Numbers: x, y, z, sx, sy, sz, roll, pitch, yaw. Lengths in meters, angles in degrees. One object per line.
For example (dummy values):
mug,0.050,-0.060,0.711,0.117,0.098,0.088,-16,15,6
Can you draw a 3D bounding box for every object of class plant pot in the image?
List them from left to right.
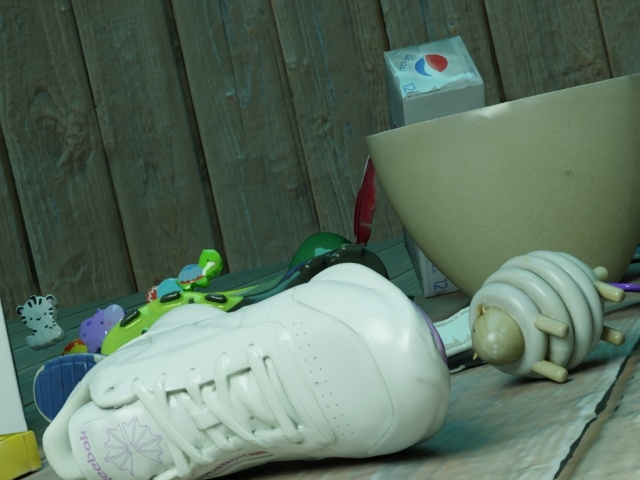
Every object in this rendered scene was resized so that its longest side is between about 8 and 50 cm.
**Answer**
plant pot,0.202,-0.039,1.542,0.284,0.191,0.284,-13,2,1

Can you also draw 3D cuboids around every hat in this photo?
hat,0.000,0.000,1.747,0.173,0.183,0.208,-14,3,11

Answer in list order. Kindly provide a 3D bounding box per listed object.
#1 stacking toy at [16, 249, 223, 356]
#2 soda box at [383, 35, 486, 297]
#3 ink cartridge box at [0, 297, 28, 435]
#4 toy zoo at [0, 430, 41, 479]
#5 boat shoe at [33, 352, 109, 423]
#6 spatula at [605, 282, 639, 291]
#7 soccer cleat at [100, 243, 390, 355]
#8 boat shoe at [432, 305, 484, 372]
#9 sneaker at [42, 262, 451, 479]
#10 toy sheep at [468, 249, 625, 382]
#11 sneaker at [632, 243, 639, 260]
stacking toy,-0.182,0.073,1.637,0.221,0.052,0.167,-21,-20,4
soda box,0.135,-0.076,1.781,0.091,0.286,0.098,-13,40,-4
ink cartridge box,-0.331,0.077,1.387,0.121,0.211,0.289,-13,2,-12
toy zoo,-0.326,0.179,1.109,0.192,0.030,0.293,-12,3,25
boat shoe,-0.137,0.119,1.265,0.183,0.066,0.066,-1,3,26
spatula,0.172,0.060,1.269,0.296,0.030,0.084,-13,5,-24
soccer cleat,-0.067,0.089,1.565,0.289,0.093,0.121,-18,-27,-11
boat shoe,0.084,0.080,1.188,0.125,0.038,0.046,-19,45,-10
sneaker,-0.047,0.099,0.917,0.152,0.114,0.305,-32,9,-37
toy sheep,0.148,0.048,1.062,0.132,0.091,0.091,-21,7,-39
sneaker,0.363,-0.022,1.704,0.162,0.073,0.063,-11,3,41
